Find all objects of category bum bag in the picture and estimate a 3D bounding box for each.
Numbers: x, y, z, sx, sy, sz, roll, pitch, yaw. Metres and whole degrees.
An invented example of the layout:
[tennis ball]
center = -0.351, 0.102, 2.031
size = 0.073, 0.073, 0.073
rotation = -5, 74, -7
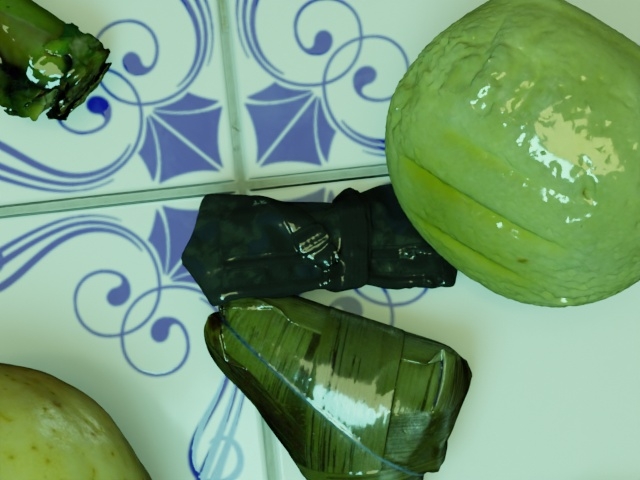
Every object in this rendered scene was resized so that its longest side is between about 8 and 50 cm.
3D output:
[bum bag]
center = 0.000, 0.000, 1.700
size = 0.310, 0.074, 0.137
rotation = -3, 56, -22

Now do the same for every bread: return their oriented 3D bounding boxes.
[bread]
center = 0.222, -0.084, 1.625
size = 0.320, 0.320, 0.237
rotation = 39, 70, 2

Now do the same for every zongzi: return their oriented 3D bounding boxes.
[zongzi]
center = -0.011, 0.219, 1.703
size = 0.286, 0.138, 0.300
rotation = 17, 95, 5

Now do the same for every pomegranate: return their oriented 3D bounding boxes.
[pomegranate]
center = -0.318, 0.322, 1.567
size = 0.410, 0.410, 0.410
rotation = 0, 87, 1

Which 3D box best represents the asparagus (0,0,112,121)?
[asparagus]
center = -0.407, -0.259, 1.733
size = 0.382, 0.128, 0.108
rotation = 35, 52, 3
